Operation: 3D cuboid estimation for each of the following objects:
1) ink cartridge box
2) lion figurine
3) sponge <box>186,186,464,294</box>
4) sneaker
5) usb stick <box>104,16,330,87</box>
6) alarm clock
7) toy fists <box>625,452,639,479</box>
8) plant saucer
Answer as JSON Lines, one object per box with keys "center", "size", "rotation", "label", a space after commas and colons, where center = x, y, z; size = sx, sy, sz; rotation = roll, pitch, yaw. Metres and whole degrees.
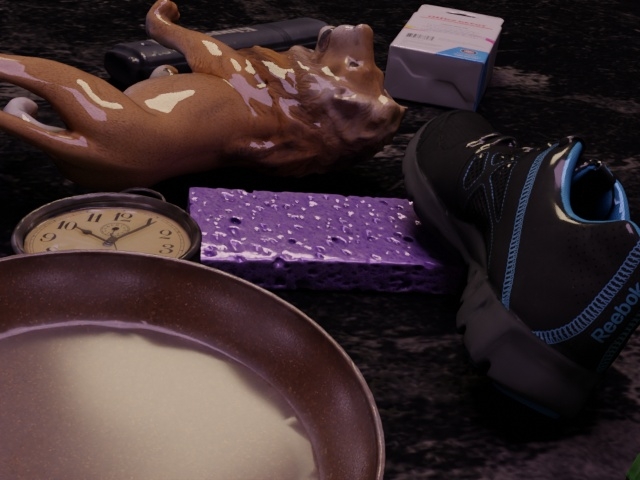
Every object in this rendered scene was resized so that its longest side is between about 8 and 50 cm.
{"center": [0.142, -0.208, 1.388], "size": [0.104, 0.061, 0.181], "rotation": [13, 27, 11], "label": "ink cartridge box"}
{"center": [-0.127, -0.103, 1.039], "size": [0.392, 0.142, 0.240], "rotation": [-26, 49, -39], "label": "lion figurine"}
{"center": [0.000, 0.000, 0.975], "size": [0.210, 0.031, 0.117], "rotation": [3, 28, -10], "label": "sponge"}
{"center": [0.158, -0.018, 0.898], "size": [0.125, 0.139, 0.341], "rotation": [29, 23, -25], "label": "sneaker"}
{"center": [-0.102, -0.206, 1.347], "size": [0.278, 0.045, 0.077], "rotation": [-16, 35, -37], "label": "usb stick"}
{"center": [-0.146, 0.009, 0.879], "size": [0.129, 0.064, 0.192], "rotation": [6, 31, 4], "label": "alarm clock"}
{"center": [0.310, 0.158, 0.664], "size": [0.279, 0.096, 0.142], "rotation": [1, 28, -14], "label": "toy fists"}
{"center": [-0.122, 0.112, 0.669], "size": [0.311, 0.050, 0.310], "rotation": [7, 33, -4], "label": "plant saucer"}
